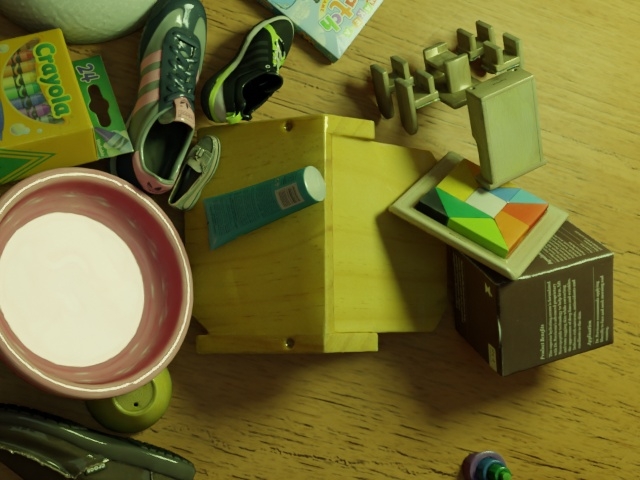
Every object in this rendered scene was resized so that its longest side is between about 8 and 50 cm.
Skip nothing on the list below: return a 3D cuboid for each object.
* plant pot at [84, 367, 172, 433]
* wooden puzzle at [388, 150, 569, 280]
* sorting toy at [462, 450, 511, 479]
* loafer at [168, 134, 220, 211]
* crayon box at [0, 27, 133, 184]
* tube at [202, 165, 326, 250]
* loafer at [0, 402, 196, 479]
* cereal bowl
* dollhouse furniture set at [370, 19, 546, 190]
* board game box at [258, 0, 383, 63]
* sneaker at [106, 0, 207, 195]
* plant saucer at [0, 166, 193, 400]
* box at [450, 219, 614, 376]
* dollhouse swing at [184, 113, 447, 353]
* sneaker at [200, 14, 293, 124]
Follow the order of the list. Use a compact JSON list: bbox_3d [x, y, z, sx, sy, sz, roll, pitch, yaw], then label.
[{"bbox_3d":[-0.282,0.222,1.716,0.134,0.095,0.134,1,85,-14],"label":"plant pot"},{"bbox_3d":[0.250,-0.050,1.783,0.221,0.044,0.239,30,38,17],"label":"wooden puzzle"},{"bbox_3d":[0.304,0.518,1.830,0.127,0.126,0.365,-9,89,-15],"label":"sorting toy"},{"bbox_3d":[-0.190,-0.101,1.736,0.045,0.039,0.125,30,100,25],"label":"loafer"},{"bbox_3d":[-0.453,-0.187,1.660,0.323,0.083,0.203,-15,59,-14],"label":"crayon box"},{"bbox_3d":[-0.089,-0.051,1.680,0.052,0.207,0.080,16,61,-53],"label":"tube"},{"bbox_3d":[-0.365,0.328,1.666,0.366,0.134,0.130,19,81,-12],"label":"loafer"},{"bbox_3d":[-0.360,-0.471,1.726,0.339,0.141,0.339,1,85,-15],"label":"cereal bowl"},{"bbox_3d":[0.236,-0.211,1.834,0.212,0.242,0.161,-25,125,-16],"label":"dollhouse furniture set"},{"bbox_3d":[-0.011,-0.414,1.863,0.211,0.039,0.160,38,77,-10],"label":"board game box"},{"bbox_3d":[-0.216,-0.217,1.728,0.112,0.131,0.319,14,90,-38],"label":"sneaker"},{"bbox_3d":[-0.342,0.064,1.637,0.332,0.084,0.332,12,68,-32],"label":"plant saucer"},{"bbox_3d":[0.334,0.083,1.821,0.203,0.167,0.168,-14,117,-15],"label":"box"},{"bbox_3d":[0.000,0.000,1.825,0.315,0.305,0.347,-3,86,27],"label":"dollhouse swing"},{"bbox_3d":[-0.087,-0.252,1.772,0.234,0.097,0.084,-56,143,-30],"label":"sneaker"}]
